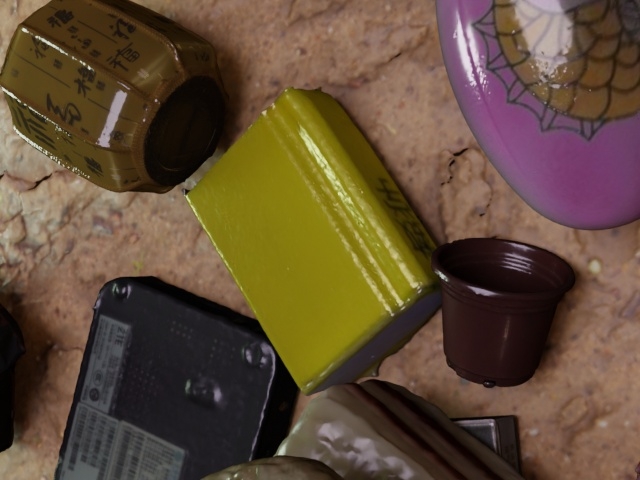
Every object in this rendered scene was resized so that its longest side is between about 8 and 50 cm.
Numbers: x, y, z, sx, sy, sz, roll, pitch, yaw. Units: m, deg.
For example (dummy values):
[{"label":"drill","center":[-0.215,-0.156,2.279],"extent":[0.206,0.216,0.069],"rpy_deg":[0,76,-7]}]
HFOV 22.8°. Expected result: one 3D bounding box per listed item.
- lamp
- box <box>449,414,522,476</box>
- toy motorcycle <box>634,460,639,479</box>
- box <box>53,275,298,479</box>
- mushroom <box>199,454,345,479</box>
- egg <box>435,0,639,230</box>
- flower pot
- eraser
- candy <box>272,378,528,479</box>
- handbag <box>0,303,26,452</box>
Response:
[{"label":"lamp","center":[-0.182,-0.132,1.396],"extent":[0.185,0.161,0.161],"rpy_deg":[27,105,29]},{"label":"box","center":[0.087,0.309,1.285],"extent":[0.180,0.047,0.325],"rpy_deg":[-7,87,32]},{"label":"toy motorcycle","center":[0.292,0.107,1.133],"extent":[0.118,0.084,0.213],"rpy_deg":[35,113,19]},{"label":"box","center":[-0.145,0.222,1.431],"extent":[0.211,0.058,0.350],"rpy_deg":[20,101,32]},{"label":"mushroom","center":[-0.013,0.239,1.072],"extent":[0.267,0.189,0.164],"rpy_deg":[-32,52,35]},{"label":"egg","center":[0.185,-0.145,1.139],"extent":[0.196,0.196,0.271],"rpy_deg":[-18,97,32]},{"label":"flower pot","center":[0.136,0.059,1.230],"extent":[0.111,0.111,0.089],"rpy_deg":[20,116,31]},{"label":"eraser","center":[0.000,0.000,1.327],"extent":[0.158,0.069,0.226],"rpy_deg":[-42,69,27]},{"label":"candy","center":[0.010,0.276,1.229],"extent":[0.179,0.135,0.321],"rpy_deg":[41,111,24]},{"label":"handbag","center":[-0.383,0.109,1.528],"extent":[0.215,0.155,0.169],"rpy_deg":[42,132,26]}]
